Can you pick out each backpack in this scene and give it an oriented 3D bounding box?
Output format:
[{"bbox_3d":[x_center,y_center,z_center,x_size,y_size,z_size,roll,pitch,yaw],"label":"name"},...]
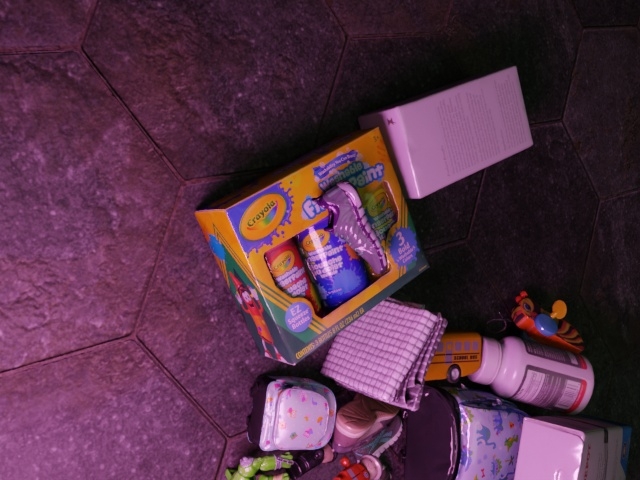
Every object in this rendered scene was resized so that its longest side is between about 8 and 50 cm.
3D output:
[{"bbox_3d":[0.406,0.532,1.754,0.355,0.273,0.291,16,78,-52],"label":"backpack"},{"bbox_3d":[-0.054,0.391,1.477,0.188,0.144,0.166,10,82,-35],"label":"backpack"}]

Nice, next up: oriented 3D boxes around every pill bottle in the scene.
[{"bbox_3d":[0.583,0.370,1.845,0.318,0.176,0.177,16,81,-8],"label":"pill bottle"}]

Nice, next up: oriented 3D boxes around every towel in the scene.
[{"bbox_3d":[0.151,0.256,1.529,0.121,0.283,0.235,38,71,-30],"label":"towel"}]

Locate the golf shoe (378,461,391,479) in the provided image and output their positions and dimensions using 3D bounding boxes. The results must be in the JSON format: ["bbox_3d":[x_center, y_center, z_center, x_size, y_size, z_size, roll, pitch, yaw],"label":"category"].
[{"bbox_3d":[0.120,0.654,1.641,0.094,0.077,0.198,40,71,-29],"label":"golf shoe"}]

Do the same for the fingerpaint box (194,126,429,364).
[{"bbox_3d":[0.000,0.000,1.491,0.444,0.163,0.371,-31,107,-30],"label":"fingerpaint box"}]

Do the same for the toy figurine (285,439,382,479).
[{"bbox_3d":[0.037,0.582,1.507,0.148,0.212,0.210,-12,102,-50],"label":"toy figurine"}]

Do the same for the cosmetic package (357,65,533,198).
[{"bbox_3d":[0.338,-0.286,1.717,0.453,0.161,0.230,-24,105,-32],"label":"cosmetic package"}]

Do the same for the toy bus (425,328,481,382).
[{"bbox_3d":[0.272,0.303,1.717,0.332,0.108,0.130,4,89,-34],"label":"toy bus"}]

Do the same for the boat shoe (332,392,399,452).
[{"bbox_3d":[0.104,0.435,1.583,0.092,0.102,0.285,-62,159,14],"label":"boat shoe"}]

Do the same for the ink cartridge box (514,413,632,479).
[{"bbox_3d":[0.676,0.624,1.751,0.394,0.166,0.286,15,83,-48],"label":"ink cartridge box"}]

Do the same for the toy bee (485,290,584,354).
[{"bbox_3d":[0.640,0.227,1.935,0.298,0.195,0.162,37,40,-25],"label":"toy bee"}]

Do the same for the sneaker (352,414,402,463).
[{"bbox_3d":[0.142,0.495,1.663,0.166,0.065,0.076,-41,107,-29],"label":"sneaker"}]

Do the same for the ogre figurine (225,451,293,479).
[{"bbox_3d":[-0.151,0.546,1.442,0.118,0.097,0.197,23,121,-27],"label":"ogre figurine"}]

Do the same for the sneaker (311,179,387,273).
[{"bbox_3d":[0.062,-0.015,1.403,0.098,0.083,0.224,-28,104,-8],"label":"sneaker"}]
